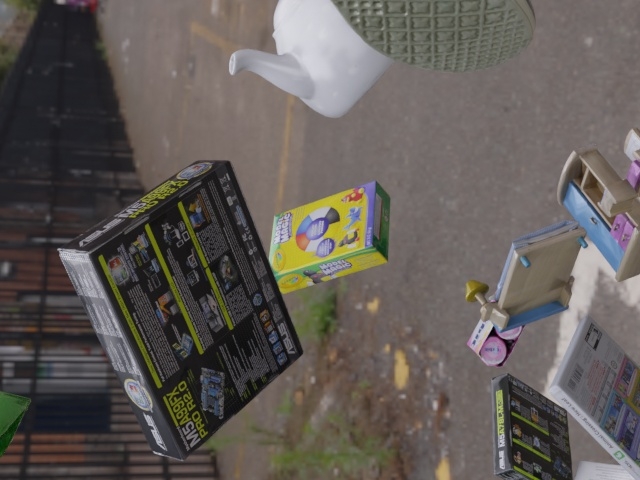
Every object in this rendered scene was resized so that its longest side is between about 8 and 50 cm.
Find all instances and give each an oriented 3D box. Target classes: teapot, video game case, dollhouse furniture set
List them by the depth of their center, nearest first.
[{"bbox_3d":[0.026,-0.309,1.364,0.252,0.187,0.256,-47,8,24],"label":"teapot"},{"bbox_3d":[0.435,0.231,1.485,0.023,0.193,0.212,-45,0,36],"label":"video game case"},{"bbox_3d":[0.371,-0.039,1.636,0.286,0.304,0.198,91,155,-51],"label":"dollhouse furniture set"}]

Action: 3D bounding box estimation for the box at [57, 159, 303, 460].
[{"bbox_3d":[-0.146,0.074,1.130,0.060,0.216,0.270,4,123,44],"label":"box"}]

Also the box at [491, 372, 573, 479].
[{"bbox_3d":[0.372,0.351,1.759,0.045,0.191,0.184,-26,46,38],"label":"box"}]

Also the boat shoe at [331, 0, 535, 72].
[{"bbox_3d":[0.048,-0.328,1.024,0.187,0.500,0.155,-24,52,42],"label":"boat shoe"}]

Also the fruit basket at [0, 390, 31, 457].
[{"bbox_3d":[-0.283,0.278,0.620,0.282,0.392,0.392,-56,24,14],"label":"fruit basket"}]

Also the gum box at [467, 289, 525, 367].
[{"bbox_3d":[0.372,0.161,2.032,0.188,0.062,0.107,-62,4,3],"label":"gum box"}]

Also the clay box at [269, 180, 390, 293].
[{"bbox_3d":[0.000,0.000,1.553,0.222,0.053,0.127,-18,48,28],"label":"clay box"}]

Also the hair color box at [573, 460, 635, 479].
[{"bbox_3d":[0.462,0.541,1.615,0.174,0.105,0.347,-9,50,56],"label":"hair color box"}]
